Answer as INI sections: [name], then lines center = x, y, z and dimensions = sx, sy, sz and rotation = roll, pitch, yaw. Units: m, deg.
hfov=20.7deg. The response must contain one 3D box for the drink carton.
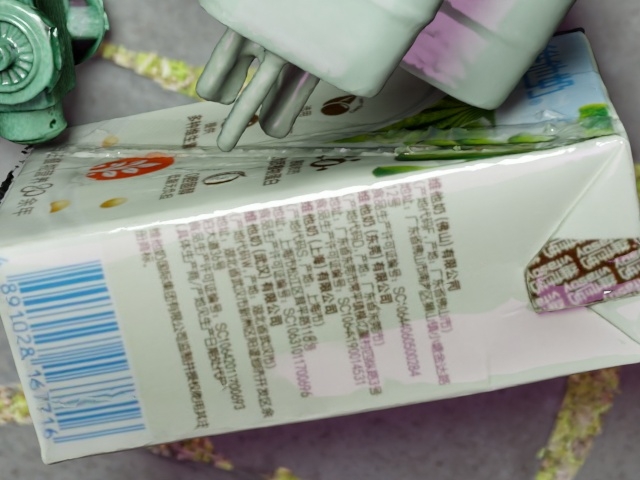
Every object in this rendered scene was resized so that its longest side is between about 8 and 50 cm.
[drink carton]
center = -0.001, 0.000, 0.924
dimensions = 0.325, 0.194, 0.132
rotation = -11, 112, 7

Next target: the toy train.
[toy train]
center = -0.203, -0.169, 0.927
dimensions = 0.159, 0.101, 0.248
rotation = -2, 111, 18

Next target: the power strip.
[power strip]
center = -0.001, -0.132, 0.836
dimensions = 0.229, 0.261, 0.141
rotation = 29, 109, -9
